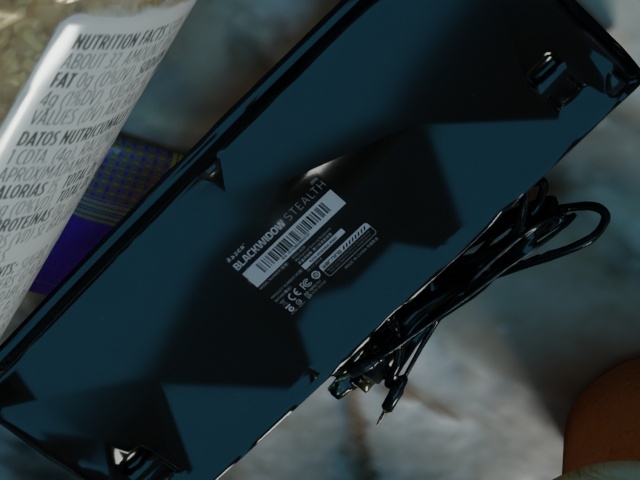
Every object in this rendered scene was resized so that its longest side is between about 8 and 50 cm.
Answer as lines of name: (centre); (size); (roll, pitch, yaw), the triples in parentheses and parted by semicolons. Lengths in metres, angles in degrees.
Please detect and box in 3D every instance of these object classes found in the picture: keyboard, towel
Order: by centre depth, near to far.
keyboard: (0.000, 0.000, 0.548); (0.192, 0.038, 0.100); (-43, 113, 14)
towel: (-0.055, -0.002, 0.558); (0.083, 0.009, 0.060); (19, 124, -15)

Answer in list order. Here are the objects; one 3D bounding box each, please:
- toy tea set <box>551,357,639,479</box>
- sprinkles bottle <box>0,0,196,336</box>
toy tea set: (0.118, 0.195, 0.633); (0.200, 0.124, 0.336); (-23, 123, 15)
sprinkles bottle: (-0.096, -0.052, 0.454); (0.121, 0.121, 0.355); (23, 122, -17)
